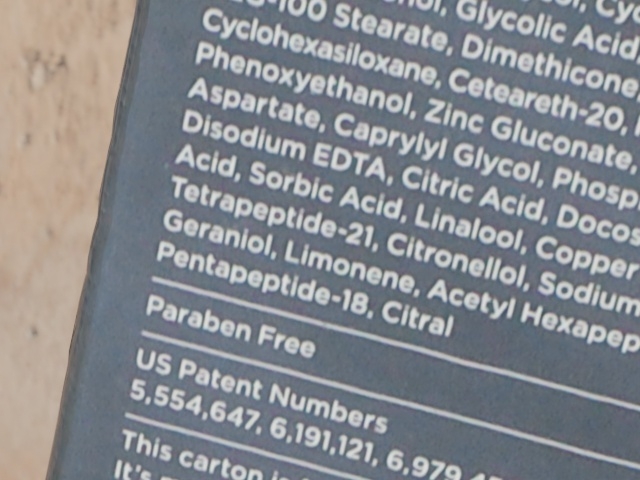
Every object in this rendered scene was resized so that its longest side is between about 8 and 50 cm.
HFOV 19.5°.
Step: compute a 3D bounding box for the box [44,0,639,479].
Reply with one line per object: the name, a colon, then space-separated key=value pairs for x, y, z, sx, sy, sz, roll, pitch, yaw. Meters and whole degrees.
box: x=0.073 y=-0.052 z=0.585 sx=0.212 sy=0.293 sz=0.395 roll=14 pitch=107 yaw=7
